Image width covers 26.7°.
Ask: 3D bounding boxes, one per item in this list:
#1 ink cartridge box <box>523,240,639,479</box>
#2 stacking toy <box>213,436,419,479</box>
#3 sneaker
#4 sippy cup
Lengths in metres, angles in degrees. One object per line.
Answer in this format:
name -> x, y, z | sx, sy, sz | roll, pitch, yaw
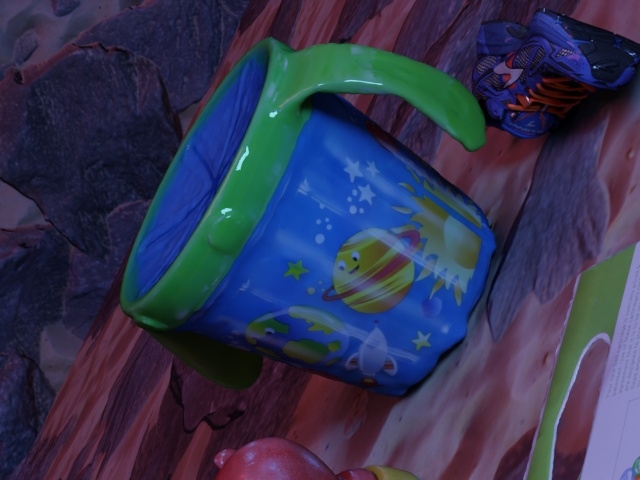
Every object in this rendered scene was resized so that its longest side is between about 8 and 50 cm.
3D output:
ink cartridge box -> 0.194, 0.070, 0.552 | 0.255, 0.097, 0.189 | -36, 31, 59
stacking toy -> -0.023, 0.264, 0.828 | 0.280, 0.130, 0.309 | -63, 16, -5
sneaker -> 0.169, -0.116, 0.995 | 0.221, 0.083, 0.087 | -156, 81, -79
sippy cup -> 0.000, 0.000, 1.024 | 0.240, 0.224, 0.305 | -66, 16, -12
